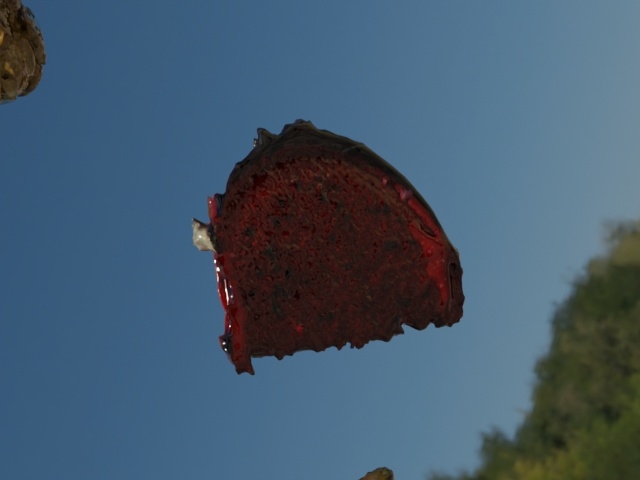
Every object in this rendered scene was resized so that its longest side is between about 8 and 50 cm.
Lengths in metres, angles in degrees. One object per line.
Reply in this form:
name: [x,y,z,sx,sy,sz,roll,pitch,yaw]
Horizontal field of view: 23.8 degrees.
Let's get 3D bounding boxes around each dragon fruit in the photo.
dragon fruit: [0.000,0.000,1.771,0.343,0.100,0.282,-7,-94,-32]

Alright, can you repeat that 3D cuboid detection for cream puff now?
cream puff: [-0.317,-0.188,1.452,0.104,0.119,0.133,-48,-9,-9]

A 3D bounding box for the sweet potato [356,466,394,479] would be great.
sweet potato: [-0.040,0.277,1.279,0.269,0.075,0.075,-50,-8,18]
